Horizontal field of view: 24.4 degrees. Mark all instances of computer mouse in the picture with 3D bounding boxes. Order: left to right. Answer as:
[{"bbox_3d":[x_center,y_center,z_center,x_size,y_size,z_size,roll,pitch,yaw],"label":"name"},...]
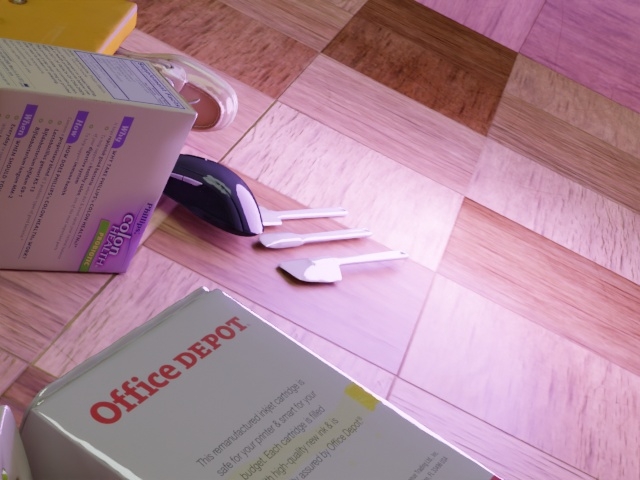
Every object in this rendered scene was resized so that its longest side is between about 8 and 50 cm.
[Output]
[{"bbox_3d":[-0.190,-0.087,1.804,0.262,0.060,0.184,32,15,21],"label":"computer mouse"}]

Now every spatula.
[{"bbox_3d":[0.000,0.000,1.923,0.168,0.019,0.242,35,23,33],"label":"spatula"}]

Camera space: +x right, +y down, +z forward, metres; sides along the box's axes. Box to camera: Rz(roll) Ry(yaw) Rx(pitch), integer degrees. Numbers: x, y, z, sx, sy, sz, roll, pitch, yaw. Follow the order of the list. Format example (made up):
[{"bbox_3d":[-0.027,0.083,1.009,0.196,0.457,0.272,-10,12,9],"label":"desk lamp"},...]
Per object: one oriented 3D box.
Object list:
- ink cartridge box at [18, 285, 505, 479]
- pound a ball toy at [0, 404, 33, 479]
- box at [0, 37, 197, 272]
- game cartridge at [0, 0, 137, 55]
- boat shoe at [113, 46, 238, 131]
[{"bbox_3d":[-0.029,0.237,1.195,0.385,0.160,0.279,34,31,15],"label":"ink cartridge box"},{"bbox_3d":[-0.310,0.238,1.005,0.208,0.135,0.319,-8,31,0],"label":"pound a ball toy"},{"bbox_3d":[-0.290,-0.086,1.551,0.243,0.213,0.117,4,33,-41],"label":"box"},{"bbox_3d":[-0.414,-0.258,1.881,0.285,0.052,0.323,14,33,4],"label":"game cartridge"},{"bbox_3d":[-0.254,-0.205,1.993,0.285,0.104,0.089,17,28,3],"label":"boat shoe"}]
